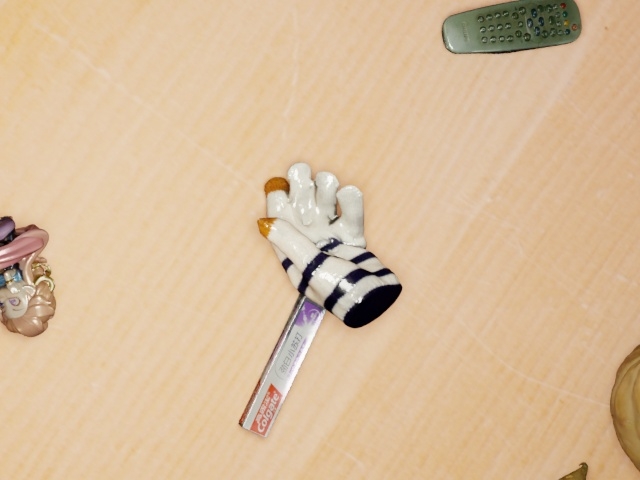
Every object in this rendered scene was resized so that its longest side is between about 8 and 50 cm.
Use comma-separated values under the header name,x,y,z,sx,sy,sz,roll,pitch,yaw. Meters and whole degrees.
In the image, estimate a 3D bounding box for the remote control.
name,x,y,z,sx,sy,sz,roll,pitch,yaw
remote control,0.275,-0.306,1.380,0.222,0.042,0.072,-11,93,-17

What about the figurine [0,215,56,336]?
name,x,y,z,sx,sy,sz,roll,pitch,yaw
figurine,-0.370,0.038,1.166,0.157,0.126,0.114,53,32,-34

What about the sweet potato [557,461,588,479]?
name,x,y,z,sx,sy,sz,roll,pitch,yaw
sweet potato,0.315,0.435,1.377,0.075,0.075,0.269,33,85,-14

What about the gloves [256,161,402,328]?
name,x,y,z,sx,sy,sz,roll,pitch,yaw
gloves,0.002,0.006,1.270,0.140,0.131,0.218,-33,64,-22

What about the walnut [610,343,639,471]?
name,x,y,z,sx,sy,sz,roll,pitch,yaw
walnut,0.560,0.234,1.346,0.296,0.285,0.285,-32,102,28

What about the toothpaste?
name,x,y,z,sx,sy,sz,roll,pitch,yaw
toothpaste,-0.047,0.167,1.287,0.047,0.040,0.196,27,83,-13
